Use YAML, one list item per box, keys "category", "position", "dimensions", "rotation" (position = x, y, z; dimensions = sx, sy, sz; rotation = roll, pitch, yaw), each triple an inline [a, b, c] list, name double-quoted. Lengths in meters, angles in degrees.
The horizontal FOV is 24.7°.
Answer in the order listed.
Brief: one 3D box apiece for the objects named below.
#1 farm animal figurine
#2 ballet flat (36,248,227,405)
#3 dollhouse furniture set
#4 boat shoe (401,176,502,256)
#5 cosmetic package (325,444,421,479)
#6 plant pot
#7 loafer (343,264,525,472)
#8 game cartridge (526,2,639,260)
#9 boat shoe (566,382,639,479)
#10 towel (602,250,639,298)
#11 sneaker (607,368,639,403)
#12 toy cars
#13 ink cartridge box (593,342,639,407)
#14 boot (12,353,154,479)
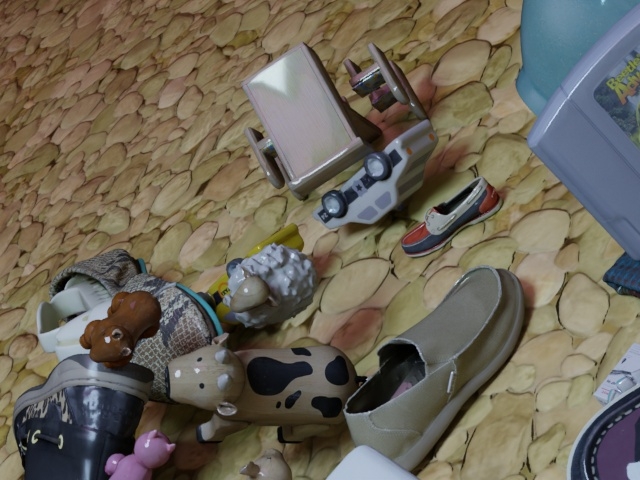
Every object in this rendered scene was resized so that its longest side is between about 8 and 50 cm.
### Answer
- category: "farm animal figurine"
  position: [-0.089, 0.179, 1.513]
  dimensions: [0.326, 0.330, 0.172]
  rotation: [-16, -10, -32]
- category: "ballet flat"
  position: [-0.261, 0.115, 1.841]
  dimensions: [0.182, 0.164, 0.483]
  rotation: [-11, 13, -18]
- category: "dollhouse furniture set"
  position: [0.018, -0.134, 1.901]
  dimensions: [0.212, 0.242, 0.161]
  rotation: [-33, 69, 14]
- category: "boat shoe"
  position: [0.150, -0.028, 1.738]
  dimensions: [0.137, 0.043, 0.049]
  rotation: [-31, 33, 20]
- category: "cosmetic package"
  position: [0.102, 0.403, 0.938]
  dimensions: [0.329, 0.327, 0.393]
  rotation: [-47, 31, -10]
- category: "plant pot"
  position: [0.331, -0.201, 1.560]
  dimensions: [0.196, 0.293, 0.293]
  rotation: [-59, 22, 25]
- category: "loafer"
  position: [0.119, 0.122, 1.524]
  dimensions: [0.102, 0.092, 0.268]
  rotation: [5, 53, 52]
- category: "game cartridge"
  position: [0.352, -0.139, 1.389]
  dimensions: [0.294, 0.196, 0.060]
  rotation: [-42, 12, 14]
- category: "boat shoe"
  position: [0.403, 0.116, 1.116]
  dimensions: [0.500, 0.156, 0.187]
  rotation: [-21, 54, 31]
- category: "towel"
  position: [0.454, -0.070, 1.391]
  dimensions: [0.370, 0.040, 0.271]
  rotation: [-46, 14, -5]
- category: "sneaker"
  position: [0.344, 0.134, 1.296]
  dimensions: [0.166, 0.065, 0.076]
  rotation: [-28, 60, 7]
- category: "toy cars"
  position: [0.000, 0.000, 1.825]
  dimensions: [0.393, 0.087, 0.176]
  rotation: [-38, -3, 2]
- category: "ink cartridge box"
  position: [0.291, 0.140, 1.365]
  dimensions: [0.083, 0.028, 0.048]
  rotation: [-50, 30, -13]
- category: "boot"
  position: [-0.294, 0.311, 1.677]
  dimensions: [0.377, 0.138, 0.284]
  rotation: [138, 142, -57]
